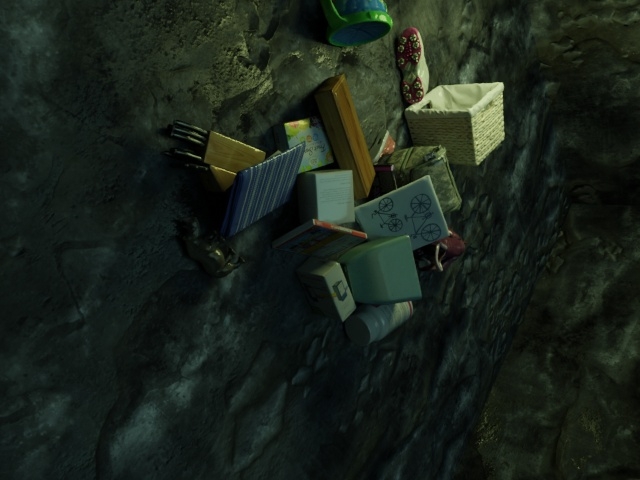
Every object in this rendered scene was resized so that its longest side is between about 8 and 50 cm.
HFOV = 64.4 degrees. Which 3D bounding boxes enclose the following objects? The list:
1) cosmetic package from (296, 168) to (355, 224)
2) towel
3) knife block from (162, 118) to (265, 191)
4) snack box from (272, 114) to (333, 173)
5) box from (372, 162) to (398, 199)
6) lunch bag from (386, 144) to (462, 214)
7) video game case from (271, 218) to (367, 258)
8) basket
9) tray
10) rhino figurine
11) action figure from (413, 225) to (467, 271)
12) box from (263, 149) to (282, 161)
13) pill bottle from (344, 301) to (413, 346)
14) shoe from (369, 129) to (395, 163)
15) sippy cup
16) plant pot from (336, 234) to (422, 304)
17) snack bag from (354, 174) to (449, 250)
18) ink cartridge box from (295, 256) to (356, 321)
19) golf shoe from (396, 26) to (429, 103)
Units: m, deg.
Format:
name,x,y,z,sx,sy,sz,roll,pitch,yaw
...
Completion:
name,x,y,z,sx,sy,sz,roll,pitch,yaw
cosmetic package,0.017,-0.151,1.774,0.151,0.151,0.184,-8,102,-27
towel,-0.173,-0.162,1.557,0.336,0.040,0.243,-38,157,-49
knife block,-0.315,-0.275,1.477,0.275,0.088,0.242,-44,125,-34
snack box,-0.056,-0.331,1.758,0.207,0.070,0.175,-24,110,-42
box,0.258,-0.236,2.072,0.029,0.116,0.162,-33,119,-41
lunch bag,0.436,-0.244,2.132,0.305,0.256,0.213,62,37,-29
video game case,0.000,0.000,1.773,0.285,0.204,0.025,13,58,-47
basket,0.603,-0.519,2.258,0.328,0.331,0.267,-40,128,-36
tray,0.101,-0.377,1.862,0.203,0.076,0.411,-67,140,-54
rhino figurine,-0.336,0.020,1.501,0.106,0.073,0.243,-46,126,-10
action figure,0.560,0.016,2.330,0.370,0.275,0.248,-3,91,-33
box,-0.190,-0.183,1.598,0.186,0.038,0.145,-45,167,-35
pill bottle,0.240,0.314,2.088,0.283,0.160,0.161,-24,112,-43
shoe,0.253,-0.365,2.086,0.081,0.063,0.178,45,59,-34
sippy cup,0.120,-0.835,1.788,0.305,0.240,0.224,-30,110,-84
plant pot,0.200,0.126,1.946,0.252,0.248,0.247,-13,92,-17
snack bag,0.333,-0.073,2.084,0.037,0.342,0.323,-102,166,-56
ink cartridge box,0.020,0.175,1.841,0.093,0.154,0.212,-40,123,-34
golf shoe,0.403,-0.752,2.180,0.140,0.115,0.306,-39,129,-49
